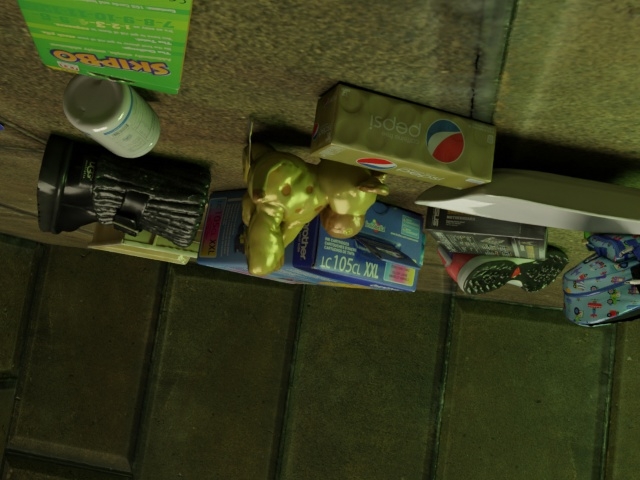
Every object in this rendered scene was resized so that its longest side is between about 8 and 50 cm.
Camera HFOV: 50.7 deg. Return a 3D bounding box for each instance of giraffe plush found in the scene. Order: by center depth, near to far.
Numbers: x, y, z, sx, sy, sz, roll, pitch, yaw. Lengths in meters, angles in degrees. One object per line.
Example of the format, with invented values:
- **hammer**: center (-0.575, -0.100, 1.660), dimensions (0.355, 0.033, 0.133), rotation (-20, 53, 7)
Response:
- **giraffe plush**: center (-0.008, -0.061, 0.851), dimensions (0.170, 0.181, 0.210), rotation (-1, 139, -10)

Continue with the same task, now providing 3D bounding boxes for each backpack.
- **backpack**: center (0.420, 0.049, 0.953), dimensions (0.173, 0.117, 0.158), rotation (-21, -176, 13)

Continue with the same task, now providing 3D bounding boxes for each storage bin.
- **storage bin**: center (-0.345, -0.022, 1.505), dimensions (0.260, 0.123, 0.262), rotation (13, 171, -32)

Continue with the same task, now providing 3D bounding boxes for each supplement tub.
- **supplement tub**: center (-0.222, -0.135, 0.726), dimensions (0.071, 0.071, 0.107), rotation (7, 173, 6)

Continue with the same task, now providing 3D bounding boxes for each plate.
- **plate**: center (0.285, -0.048, 0.846), dimensions (0.278, 0.045, 0.277), rotation (9, 179, -7)

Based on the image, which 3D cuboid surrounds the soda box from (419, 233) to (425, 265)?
- **soda box**: center (0.132, 0.017, 1.487), dimensions (0.067, 0.071, 0.210), rotation (13, 171, -36)

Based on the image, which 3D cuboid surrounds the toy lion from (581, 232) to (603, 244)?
- **toy lion**: center (0.468, -0.014, 1.069), dimensions (0.096, 0.034, 0.100), rotation (-1, 171, 11)

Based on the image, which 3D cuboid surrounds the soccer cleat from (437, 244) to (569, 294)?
- **soccer cleat**: center (0.374, 0.037, 1.357), dimensions (0.318, 0.109, 0.116), rotation (-2, -141, -35)

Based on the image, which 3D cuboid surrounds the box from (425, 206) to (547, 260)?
- **box**: center (0.286, -0.016, 1.133), dimensions (0.183, 0.056, 0.231), rotation (5, 172, 20)

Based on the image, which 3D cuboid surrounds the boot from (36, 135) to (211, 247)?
- **boot**: center (-0.338, -0.063, 1.155), dimensions (0.260, 0.131, 0.348), rotation (11, 172, -19)

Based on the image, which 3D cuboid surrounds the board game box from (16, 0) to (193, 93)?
- **board game box**: center (-0.162, -0.173, 0.513), dimensions (0.124, 0.039, 0.259), rotation (10, 169, -13)

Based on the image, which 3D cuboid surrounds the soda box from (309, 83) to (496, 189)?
- **soda box**: center (0.085, -0.101, 0.683), dimensions (0.181, 0.061, 0.058), rotation (11, 172, -21)

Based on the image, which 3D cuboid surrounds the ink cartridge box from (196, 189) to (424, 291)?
- **ink cartridge box**: center (0.000, 0.000, 1.232), dimensions (0.270, 0.151, 0.395), rotation (15, 168, -42)

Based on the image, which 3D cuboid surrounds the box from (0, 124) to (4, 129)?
- **box**: center (-0.530, -0.169, 0.964), dimensions (0.136, 0.028, 0.081), rotation (17, 168, -42)
